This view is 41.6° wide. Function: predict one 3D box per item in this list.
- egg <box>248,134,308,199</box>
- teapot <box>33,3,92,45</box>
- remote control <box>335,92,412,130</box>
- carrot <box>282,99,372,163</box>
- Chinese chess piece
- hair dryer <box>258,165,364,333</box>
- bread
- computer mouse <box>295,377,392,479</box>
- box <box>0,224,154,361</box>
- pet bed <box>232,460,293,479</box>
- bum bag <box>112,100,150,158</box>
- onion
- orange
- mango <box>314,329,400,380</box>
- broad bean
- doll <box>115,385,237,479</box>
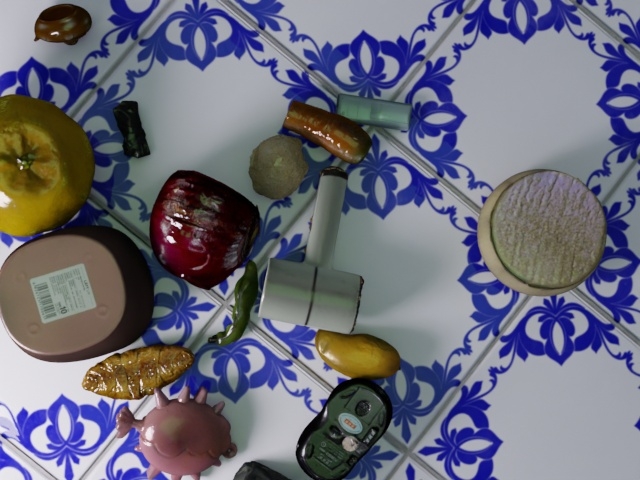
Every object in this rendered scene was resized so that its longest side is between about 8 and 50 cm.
[{"bbox_3d":[-0.087,-0.154,1.750,0.116,0.118,0.140,26,96,40],"label":"egg"},{"bbox_3d":[-0.536,-0.440,1.751,0.129,0.078,0.098,-9,47,4],"label":"teapot"},{"bbox_3d":[0.114,-0.276,1.809,0.162,0.029,0.061,8,85,-4],"label":"remote control"},{"bbox_3d":[0.016,-0.233,1.774,0.193,0.087,0.087,31,85,1],"label":"carrot"},{"bbox_3d":[0.467,-0.016,1.782,0.269,0.112,0.270,0,86,-5],"label":"Chinese chess piece"},{"bbox_3d":[0.000,0.000,1.752,0.203,0.128,0.362,11,79,-3],"label":"hair dryer"},{"bbox_3d":[-0.366,0.270,1.722,0.233,0.076,0.105,-14,83,-2],"label":"bread"},{"bbox_3d":[0.047,0.387,1.739,0.137,0.096,0.233,40,89,3],"label":"computer mouse"},{"bbox_3d":[-0.488,0.105,1.654,0.300,0.216,0.301,0,87,-2],"label":"box"},{"bbox_3d":[-0.103,0.565,1.685,0.210,0.159,0.183,30,86,-3],"label":"pet bed"},{"bbox_3d":[-0.396,-0.232,1.765,0.057,0.034,0.125,-17,89,-19],"label":"bum bag"},{"bbox_3d":[-0.246,-0.019,1.686,0.216,0.207,0.206,21,83,3],"label":"onion"},{"bbox_3d":[-0.581,-0.145,1.648,0.279,0.235,0.279,-1,93,-10],"label":"orange"},{"bbox_3d":[0.077,0.239,1.758,0.190,0.075,0.098,16,71,1],"label":"mango"},{"bbox_3d":[-0.167,0.138,1.759,0.061,0.046,0.195,27,87,-5],"label":"broad bean"},{"bbox_3d":[-0.287,0.393,1.703,0.261,0.093,0.211,15,97,-20],"label":"doll"}]
